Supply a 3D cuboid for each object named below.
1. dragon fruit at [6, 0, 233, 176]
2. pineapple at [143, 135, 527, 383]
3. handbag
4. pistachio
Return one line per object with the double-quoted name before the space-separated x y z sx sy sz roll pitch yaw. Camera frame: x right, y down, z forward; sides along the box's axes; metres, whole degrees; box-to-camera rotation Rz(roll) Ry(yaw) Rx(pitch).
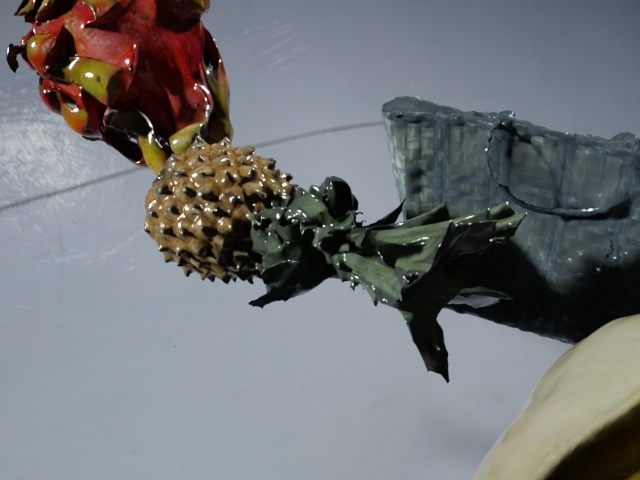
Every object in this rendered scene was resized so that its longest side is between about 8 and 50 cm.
"dragon fruit" -0.229 -0.208 0.938 0.243 0.227 0.307 -9 79 25
"pineapple" 0.000 0.000 0.545 0.130 0.277 0.119 17 91 -50
"handbag" 0.168 -0.011 0.551 0.270 0.175 0.089 17 48 26
"pistachio" 0.143 0.102 0.331 0.206 0.129 0.131 -25 133 -44
